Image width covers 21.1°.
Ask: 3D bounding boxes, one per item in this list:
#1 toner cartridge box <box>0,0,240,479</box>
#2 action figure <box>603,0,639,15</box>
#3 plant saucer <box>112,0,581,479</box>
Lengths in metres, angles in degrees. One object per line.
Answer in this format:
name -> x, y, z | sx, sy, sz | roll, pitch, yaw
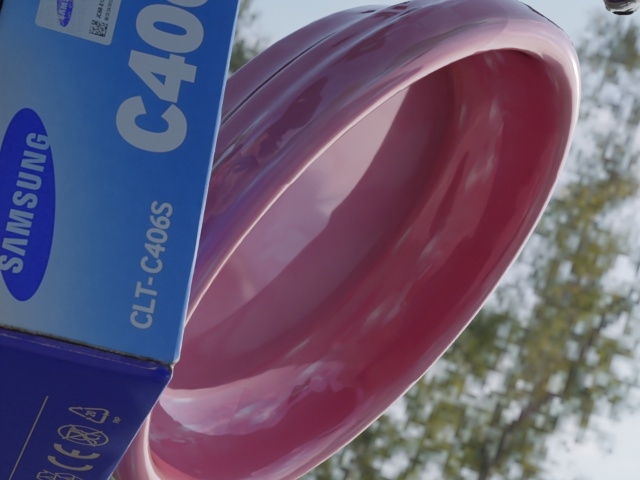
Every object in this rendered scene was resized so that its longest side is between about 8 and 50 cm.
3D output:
toner cartridge box -> -0.113, 0.028, 0.641 | 0.075, 0.165, 0.348 | 13, -29, -12
action figure -> 0.243, -0.231, 1.332 | 0.185, 0.099, 0.285 | -3, -5, 16
plant saucer -> 0.000, 0.000, 0.921 | 0.084, 0.332, 0.332 | 43, -16, 25
